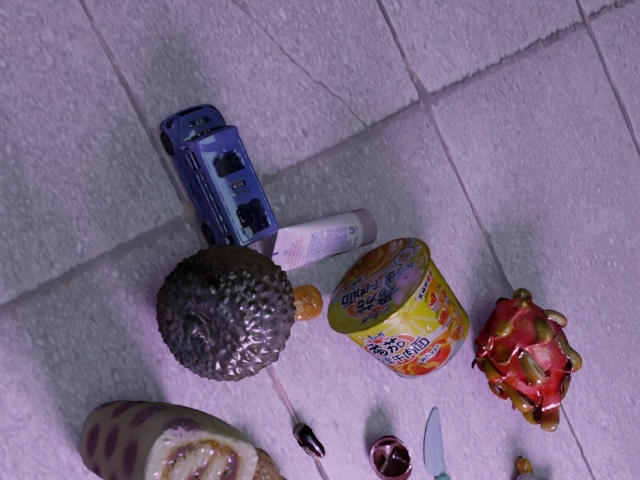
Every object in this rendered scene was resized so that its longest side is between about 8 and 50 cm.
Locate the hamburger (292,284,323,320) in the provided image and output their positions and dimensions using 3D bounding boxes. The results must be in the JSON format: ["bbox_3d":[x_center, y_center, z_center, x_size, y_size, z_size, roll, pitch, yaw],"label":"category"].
[{"bbox_3d":[-0.036,0.131,1.545,0.083,0.044,0.076,-22,96,-32],"label":"hamburger"}]

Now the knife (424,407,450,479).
[{"bbox_3d":[0.266,0.516,1.681,0.063,0.035,0.260,-6,81,-23],"label":"knife"}]

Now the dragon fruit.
[{"bbox_3d":[0.482,0.279,1.737,0.227,0.243,0.307,-37,143,-50],"label":"dragon fruit"}]

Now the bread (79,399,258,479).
[{"bbox_3d":[-0.260,0.347,1.224,0.187,0.338,0.155,23,74,-28],"label":"bread"}]

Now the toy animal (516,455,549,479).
[{"bbox_3d":[0.509,0.594,1.755,0.182,0.127,0.131,27,77,-36],"label":"toy animal"}]

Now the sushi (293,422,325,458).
[{"bbox_3d":[-0.017,0.412,1.519,0.044,0.046,0.083,-43,104,-27],"label":"sushi"}]

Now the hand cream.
[{"bbox_3d":[0.000,0.000,1.555,0.248,0.133,0.083,-14,48,-34],"label":"hand cream"}]

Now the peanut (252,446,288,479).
[{"bbox_3d":[-0.099,0.489,1.441,0.093,0.083,0.194,-27,99,-15],"label":"peanut"}]

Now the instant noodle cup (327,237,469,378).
[{"bbox_3d":[0.175,0.153,1.553,0.200,0.264,0.264,48,64,-24],"label":"instant noodle cup"}]

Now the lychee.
[{"bbox_3d":[-0.167,0.127,1.358,0.255,0.255,0.274,66,27,-7],"label":"lychee"}]

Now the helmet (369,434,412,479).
[{"bbox_3d":[0.152,0.466,1.603,0.089,0.057,0.111,-18,100,6],"label":"helmet"}]

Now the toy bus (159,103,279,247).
[{"bbox_3d":[-0.194,-0.126,1.434,0.126,0.133,0.292,-27,97,-29],"label":"toy bus"}]
